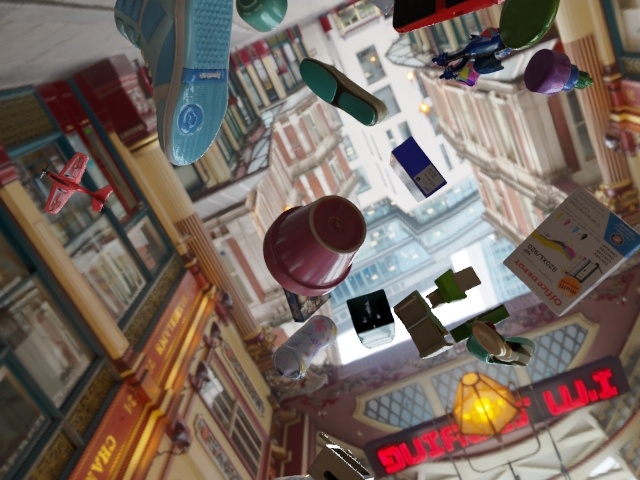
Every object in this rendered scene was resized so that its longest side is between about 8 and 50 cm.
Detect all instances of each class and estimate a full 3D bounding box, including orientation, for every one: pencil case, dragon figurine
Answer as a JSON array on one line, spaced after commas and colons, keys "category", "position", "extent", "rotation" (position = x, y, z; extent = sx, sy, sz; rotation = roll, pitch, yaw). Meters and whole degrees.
[{"category": "pencil case", "position": [-0.045, 0.357, 1.860], "extent": [0.273, 0.124, 0.114], "rotation": [-37, 157, -55]}, {"category": "pencil case", "position": [0.528, -0.608, 1.819], "extent": [0.236, 0.104, 0.104], "rotation": [-48, -152, -25]}, {"category": "dragon figurine", "position": [0.444, -0.496, 1.447], "extent": [0.289, 0.085, 0.144], "rotation": [1, -137, 36]}]

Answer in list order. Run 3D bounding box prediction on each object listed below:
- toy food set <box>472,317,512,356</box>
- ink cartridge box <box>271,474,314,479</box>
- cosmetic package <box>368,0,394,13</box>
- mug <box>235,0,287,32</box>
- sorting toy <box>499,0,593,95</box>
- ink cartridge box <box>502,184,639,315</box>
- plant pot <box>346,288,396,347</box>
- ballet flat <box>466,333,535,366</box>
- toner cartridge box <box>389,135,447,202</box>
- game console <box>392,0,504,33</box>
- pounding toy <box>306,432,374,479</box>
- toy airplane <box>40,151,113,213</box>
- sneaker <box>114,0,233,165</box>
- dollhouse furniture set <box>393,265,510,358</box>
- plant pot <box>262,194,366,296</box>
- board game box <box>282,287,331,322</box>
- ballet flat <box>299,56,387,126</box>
[{"category": "toy food set", "position": [0.324, 0.185, 1.045], "extent": [0.020, 0.083, 0.083], "rotation": [-35, -158, -16]}, {"category": "ink cartridge box", "position": [-0.064, 0.867, 1.531], "extent": [0.160, 0.280, 0.385], "rotation": [-5, 177, 0]}, {"category": "cosmetic package", "position": [0.170, -0.789, 1.655], "extent": [0.107, 0.127, 0.238], "rotation": [-49, -155, 27]}, {"category": "mug", "position": [-0.180, -0.661, 1.515], "extent": [0.157, 0.130, 0.097], "rotation": [27, -173, 31]}, {"category": "sorting toy", "position": [0.383, -0.394, 0.919], "extent": [0.126, 0.366, 0.127], "rotation": [5, 156, -21]}, {"category": "ink cartridge box", "position": [0.561, 0.025, 1.212], "extent": [0.233, 0.171, 0.168], "rotation": [-51, 155, 22]}, {"category": "plant pot", "position": [0.225, 0.352, 2.299], "extent": [0.165, 0.234, 0.166], "rotation": [-18, -128, 2]}, {"category": "ballet flat", "position": [0.482, 0.290, 1.397], "extent": [0.247, 0.083, 0.087], "rotation": [13, -168, -30]}, {"category": "toner cartridge box", "position": [0.284, -0.203, 1.638], "extent": [0.075, 0.165, 0.348], "rotation": [-36, 177, 6]}, {"category": "game console", "position": [0.308, -0.692, 1.229], "extent": [0.060, 0.387, 0.341], "rotation": [7, 178, -37]}, {"category": "pounding toy", "position": [0.039, 0.594, 1.425], "extent": [0.181, 0.206, 0.094], "rotation": [33, -98, 25]}, {"category": "toy airplane", "position": [-0.493, -0.108, 1.119], "extent": [0.151, 0.151, 0.028], "rotation": [-25, -152, 0]}, {"category": "sneaker", "position": [-0.267, -0.304, 0.947], "extent": [0.208, 0.319, 0.127], "rotation": [22, -162, 27]}, {"category": "dollhouse furniture set", "position": [0.380, 0.214, 1.651], "extent": [0.151, 0.198, 0.301], "rotation": [-20, 163, -28]}, {"category": "plant pot", "position": [0.000, 0.000, 1.157], "extent": [0.201, 0.201, 0.180], "rotation": [-39, 179, -33]}, {"category": "board game box", "position": [-0.057, 0.120, 1.769], "extent": [0.042, 0.244, 0.165], "rotation": [1, -152, 39]}, {"category": "ballet flat", "position": [0.038, -0.244, 0.898], "extent": [0.052, 0.168, 0.057], "rotation": [-38, 164, -44]}]
